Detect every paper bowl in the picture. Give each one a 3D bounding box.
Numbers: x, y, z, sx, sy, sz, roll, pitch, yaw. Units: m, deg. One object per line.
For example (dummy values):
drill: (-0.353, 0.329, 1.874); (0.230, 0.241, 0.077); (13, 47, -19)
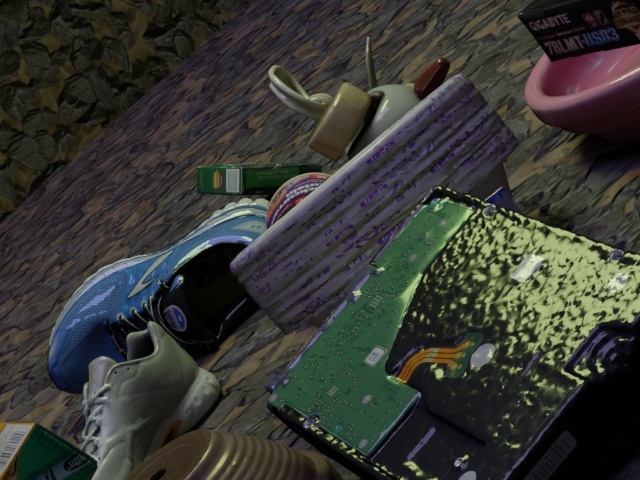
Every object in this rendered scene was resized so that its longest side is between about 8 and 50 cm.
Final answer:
paper bowl: (0.065, -0.012, 1.785); (0.284, 0.148, 0.284); (-38, 2, 1)

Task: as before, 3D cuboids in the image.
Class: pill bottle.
pill bottle: (0.000, 0.000, 2.041); (0.108, 0.108, 0.193); (-36, 15, 5)

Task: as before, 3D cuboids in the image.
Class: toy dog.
toy dog: (0.089, -0.149, 2.143); (0.161, 0.220, 0.334); (-54, 24, 11)

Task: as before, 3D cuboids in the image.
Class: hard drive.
hard drive: (0.111, 0.090, 1.438); (0.237, 0.064, 0.339); (-49, 28, -10)

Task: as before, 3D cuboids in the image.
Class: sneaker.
sneaker: (-0.179, 0.072, 2.204); (0.330, 0.130, 0.147); (-35, 12, 11)
sneaker: (-0.210, 0.187, 1.937); (0.099, 0.121, 0.262); (-24, 21, 40)

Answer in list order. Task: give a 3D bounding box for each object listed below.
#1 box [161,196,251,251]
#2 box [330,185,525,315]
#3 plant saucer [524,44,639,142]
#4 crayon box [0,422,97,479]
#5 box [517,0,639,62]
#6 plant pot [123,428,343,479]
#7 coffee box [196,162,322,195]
box: (-0.176, 0.049, 2.416); (0.220, 0.051, 0.175); (-31, 15, 22)
box: (0.110, 0.048, 1.636); (0.178, 0.109, 0.042); (-39, 13, -6)
plant saucer: (0.355, -0.202, 1.876); (0.332, 0.084, 0.332); (-35, 14, 10)
crayon box: (-0.336, 0.305, 1.815); (0.278, 0.081, 0.165); (-60, 22, -18)
box: (0.368, -0.294, 1.826); (0.295, 0.073, 0.293); (-42, 16, -18)
plant pot: (-0.102, 0.232, 1.575); (0.237, 0.110, 0.237); (-36, 14, 10)
coffee box: (-0.082, -0.080, 2.501); (0.113, 0.040, 0.184); (-3, 3, -20)
